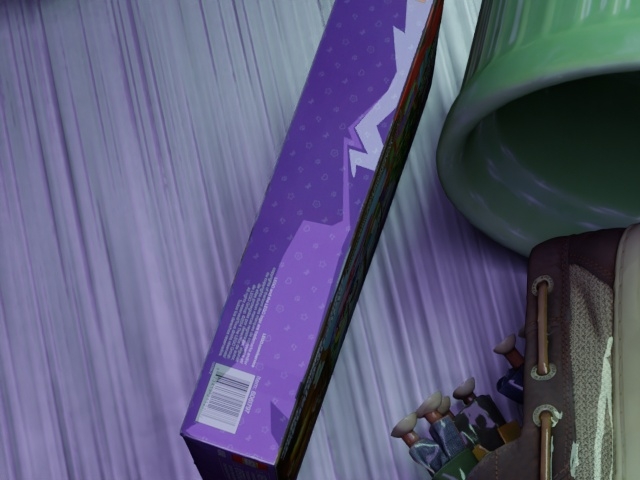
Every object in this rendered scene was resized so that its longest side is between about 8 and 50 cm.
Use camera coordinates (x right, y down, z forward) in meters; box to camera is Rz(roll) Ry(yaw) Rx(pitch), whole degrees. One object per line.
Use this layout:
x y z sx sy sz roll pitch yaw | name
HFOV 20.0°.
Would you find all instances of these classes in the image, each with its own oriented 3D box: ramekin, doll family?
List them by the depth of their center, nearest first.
0.225 -0.090 1.032 0.303 0.303 0.148 9 67 2 | ramekin
0.137 0.114 1.086 0.193 0.076 0.111 -38 74 -13 | doll family

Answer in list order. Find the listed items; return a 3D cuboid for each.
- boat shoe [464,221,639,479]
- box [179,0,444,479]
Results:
0.137 0.148 0.989 0.123 0.123 0.342 -3 66 28 | boat shoe
0.000 0.000 1.048 0.057 0.201 0.293 18 76 5 | box
